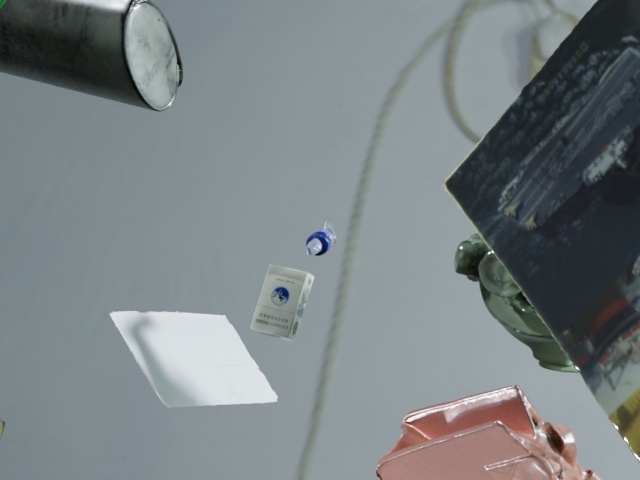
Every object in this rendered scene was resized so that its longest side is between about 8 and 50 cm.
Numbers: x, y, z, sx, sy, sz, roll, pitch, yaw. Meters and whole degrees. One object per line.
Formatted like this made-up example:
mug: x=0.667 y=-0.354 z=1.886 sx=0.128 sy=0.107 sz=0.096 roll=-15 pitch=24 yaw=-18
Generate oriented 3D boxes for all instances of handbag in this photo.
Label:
handbag: x=0.158 y=0.209 z=1.121 sx=0.157 sy=0.212 sz=0.059 roll=-27 pitch=20 yaw=46

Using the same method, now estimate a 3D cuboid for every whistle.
whistle: x=0.000 y=0.000 z=1.769 sx=0.029 sy=0.083 sz=0.033 roll=-15 pitch=99 yaw=23

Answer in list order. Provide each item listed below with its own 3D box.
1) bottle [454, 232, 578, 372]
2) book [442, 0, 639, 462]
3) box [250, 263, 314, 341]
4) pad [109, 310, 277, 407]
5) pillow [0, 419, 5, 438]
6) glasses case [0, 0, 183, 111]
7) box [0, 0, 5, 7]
bottle: x=0.291 y=0.016 z=1.451 sx=0.229 sy=0.351 sz=0.229 roll=3 pitch=95 yaw=32
book: x=0.248 y=0.019 z=0.893 sx=0.262 sy=0.028 sz=0.374 roll=-51 pitch=61 yaw=37
box: x=-0.046 y=0.074 z=1.765 sx=0.054 sy=0.024 sz=0.083 roll=12 pitch=78 yaw=26
pad: x=-0.160 y=0.151 z=1.914 sx=0.004 sy=0.232 sz=0.156 roll=-48 pitch=62 yaw=24
pillow: x=-0.474 y=0.298 z=1.685 sx=0.052 sy=0.212 sz=0.208 roll=151 pitch=124 yaw=-66
glasses case: x=-0.262 y=-0.192 z=1.336 sx=0.299 sy=0.114 sz=0.060 roll=17 pitch=52 yaw=32
box: x=-0.256 y=-0.236 z=0.826 sx=0.180 sy=0.250 sz=0.103 roll=-38 pitch=42 yaw=40
